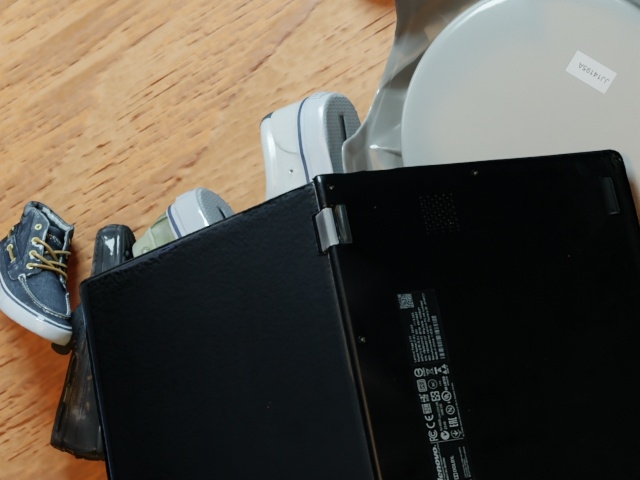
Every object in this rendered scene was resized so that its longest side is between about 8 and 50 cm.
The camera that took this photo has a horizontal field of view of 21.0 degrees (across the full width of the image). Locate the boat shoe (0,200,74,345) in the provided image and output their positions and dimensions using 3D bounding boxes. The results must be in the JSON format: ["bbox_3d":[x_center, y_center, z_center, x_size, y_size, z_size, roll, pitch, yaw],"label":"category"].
[{"bbox_3d":[-0.258,0.025,1.588,0.083,0.065,0.183,-58,33,7],"label":"boat shoe"}]

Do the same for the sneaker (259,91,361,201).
[{"bbox_3d":[0.000,0.000,1.535,0.091,0.094,0.258,-11,80,37],"label":"sneaker"}]

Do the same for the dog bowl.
[{"bbox_3d":[0.196,-0.089,1.451,0.349,0.102,0.349,0,88,19],"label":"dog bowl"}]

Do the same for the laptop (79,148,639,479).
[{"bbox_3d":[0.054,0.158,1.361,0.408,0.236,0.382,-6,74,-19],"label":"laptop"}]

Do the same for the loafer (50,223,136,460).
[{"bbox_3d":[-0.212,0.094,1.603,0.078,0.076,0.223,7,94,12],"label":"loafer"}]

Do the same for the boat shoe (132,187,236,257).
[{"bbox_3d":[-0.073,0.094,1.536,0.094,0.109,0.302,-38,60,21],"label":"boat shoe"}]
